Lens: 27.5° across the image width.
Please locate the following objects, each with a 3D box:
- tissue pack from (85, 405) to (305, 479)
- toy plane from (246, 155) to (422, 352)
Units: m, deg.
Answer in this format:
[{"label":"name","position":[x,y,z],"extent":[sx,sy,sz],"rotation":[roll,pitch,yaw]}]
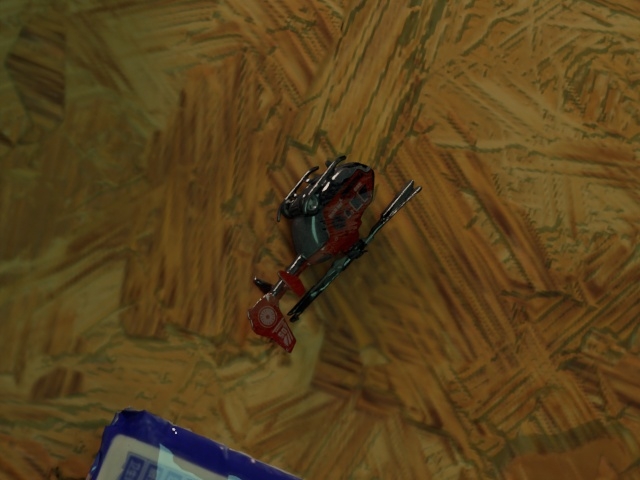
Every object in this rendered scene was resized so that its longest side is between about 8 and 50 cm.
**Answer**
[{"label":"tissue pack","position":[-0.067,0.244,0.671],"extent":[0.209,0.137,0.269],"rotation":[24,76,-13]},{"label":"toy plane","position":[0.000,0.000,0.794],"extent":[0.060,0.037,0.145],"rotation":[45,64,-16]}]
